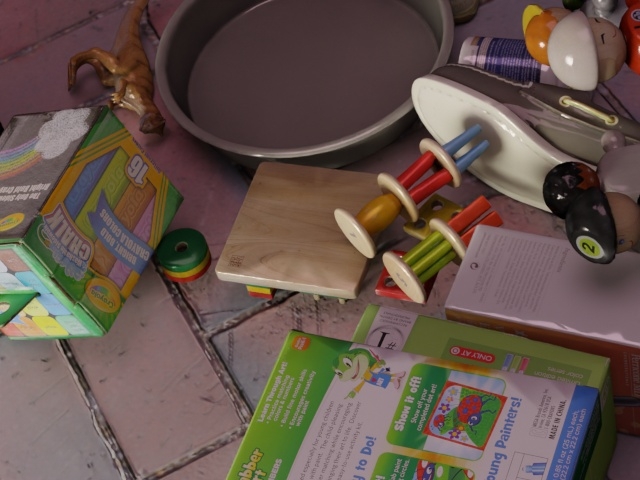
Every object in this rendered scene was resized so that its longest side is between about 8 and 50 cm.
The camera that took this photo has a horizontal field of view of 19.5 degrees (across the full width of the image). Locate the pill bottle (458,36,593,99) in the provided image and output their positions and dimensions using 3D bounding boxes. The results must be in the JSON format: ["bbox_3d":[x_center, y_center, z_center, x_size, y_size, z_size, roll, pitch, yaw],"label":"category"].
[{"bbox_3d":[0.192,-0.153,1.733,0.120,0.067,0.067,6,53,18],"label":"pill bottle"}]

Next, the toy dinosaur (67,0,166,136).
[{"bbox_3d":[-0.196,-0.179,1.862,0.112,0.064,0.212,-2,58,-11],"label":"toy dinosaur"}]

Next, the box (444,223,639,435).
[{"bbox_3d":[0.199,0.073,1.505,0.170,0.130,0.091,11,54,22],"label":"box"}]

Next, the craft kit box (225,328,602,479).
[{"bbox_3d":[0.052,0.196,1.333,0.246,0.061,0.250,12,56,18],"label":"craft kit box"}]

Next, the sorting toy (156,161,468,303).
[{"bbox_3d":[0.000,0.000,1.666,0.274,0.046,0.132,7,53,19],"label":"sorting toy"}]

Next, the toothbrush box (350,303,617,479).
[{"bbox_3d":[0.088,0.210,1.425,0.206,0.122,0.283,11,54,21],"label":"toothbrush box"}]

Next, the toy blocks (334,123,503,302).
[{"bbox_3d":[0.104,-0.030,1.592,0.148,0.054,0.123,-39,53,-12],"label":"toy blocks"}]

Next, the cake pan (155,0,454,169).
[{"bbox_3d":[-0.013,-0.175,1.807,0.293,0.054,0.293,-7,50,8],"label":"cake pan"}]

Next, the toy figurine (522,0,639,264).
[{"bbox_3d":[0.240,-0.096,1.460,0.148,0.213,0.209,-11,14,-5],"label":"toy figurine"}]

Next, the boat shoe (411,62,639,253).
[{"bbox_3d":[0.221,-0.082,1.646,0.305,0.109,0.091,30,63,25],"label":"boat shoe"}]

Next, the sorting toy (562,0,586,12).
[{"bbox_3d":[0.250,-0.215,1.776,0.042,0.061,0.102,24,83,28],"label":"sorting toy"}]

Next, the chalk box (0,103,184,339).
[{"bbox_3d":[-0.242,0.004,1.643,0.132,0.132,0.213,-2,49,40],"label":"chalk box"}]

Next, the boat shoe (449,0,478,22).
[{"bbox_3d":[0.135,-0.286,1.867,0.056,0.048,0.153,-1,51,12],"label":"boat shoe"}]

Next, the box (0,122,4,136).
[{"bbox_3d":[-0.405,-0.132,1.710,0.169,0.290,0.087,1,51,13],"label":"box"}]
